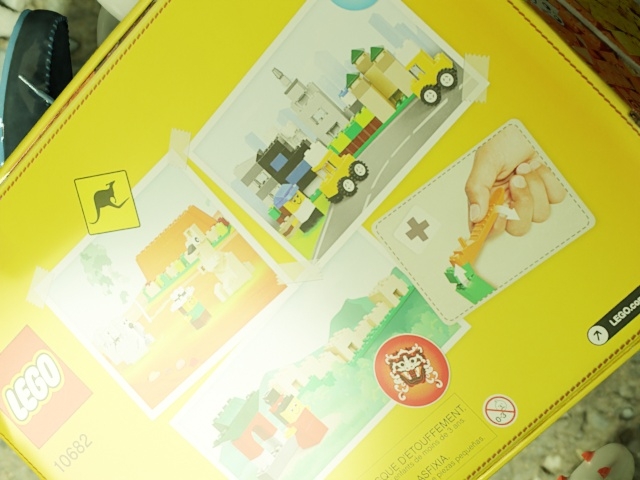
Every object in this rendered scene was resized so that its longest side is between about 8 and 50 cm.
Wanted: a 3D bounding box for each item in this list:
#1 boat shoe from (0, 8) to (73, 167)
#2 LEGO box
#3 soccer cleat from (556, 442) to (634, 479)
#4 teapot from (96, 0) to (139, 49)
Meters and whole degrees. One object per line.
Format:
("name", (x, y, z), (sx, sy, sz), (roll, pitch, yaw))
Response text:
("boat shoe", (-0.209, -0.062, 1.314), (0.089, 0.109, 0.258), (6, 112, 11))
("LEGO box", (0.000, 0.000, 1.097), (0.372, 0.193, 0.500), (46, 115, 1))
("soccer cleat", (0.224, 0.265, 1.379), (0.076, 0.068, 0.196), (26, 97, -19))
("teapot", (-0.109, -0.271, 1.248), (0.256, 0.187, 0.252), (-45, 130, -14))
